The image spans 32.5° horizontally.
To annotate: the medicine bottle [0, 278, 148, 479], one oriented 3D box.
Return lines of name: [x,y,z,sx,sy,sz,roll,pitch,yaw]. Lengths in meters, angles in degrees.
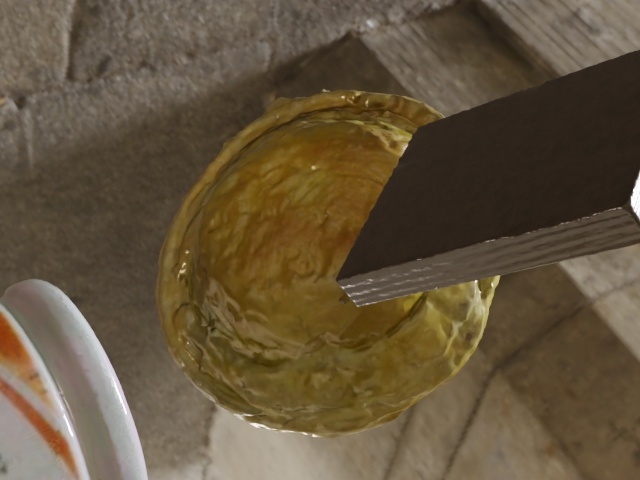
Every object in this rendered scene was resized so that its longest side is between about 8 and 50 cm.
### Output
medicine bottle: [-0.290,0.166,0.696,0.315,0.202,0.202,-22,145,-29]

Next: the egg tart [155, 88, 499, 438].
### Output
egg tart: [0.000,0.000,0.899,0.319,0.319,0.128,-36,154,-2]

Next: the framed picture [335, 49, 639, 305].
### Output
framed picture: [0.097,-0.032,0.548,0.168,0.128,0.023,-16,123,42]
